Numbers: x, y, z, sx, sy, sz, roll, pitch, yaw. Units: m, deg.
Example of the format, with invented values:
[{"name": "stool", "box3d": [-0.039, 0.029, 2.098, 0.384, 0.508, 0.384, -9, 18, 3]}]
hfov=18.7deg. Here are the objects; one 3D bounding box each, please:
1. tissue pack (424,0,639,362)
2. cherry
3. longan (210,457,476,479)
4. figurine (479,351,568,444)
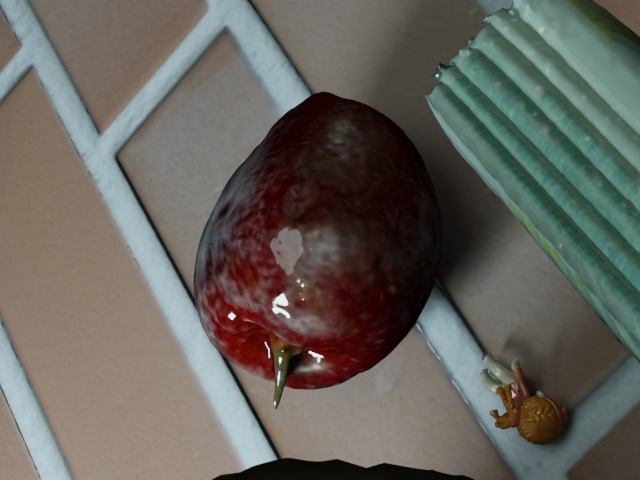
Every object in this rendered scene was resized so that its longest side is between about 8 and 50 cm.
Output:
[{"name": "tissue pack", "box3d": [0.276, 0.012, 1.382, 0.162, 0.287, 0.388, -46, 48, 10]}, {"name": "cherry", "box3d": [0.000, 0.000, 1.691, 0.230, 0.203, 0.300, 120, 162, -61]}, {"name": "longan", "box3d": [0.039, 0.343, 1.373, 0.404, 0.436, 0.404, -19, 34, 13]}, {"name": "figurine", "box3d": [0.161, 0.132, 1.613, 0.109, 0.047, 0.064, 44, 133, 50]}]
